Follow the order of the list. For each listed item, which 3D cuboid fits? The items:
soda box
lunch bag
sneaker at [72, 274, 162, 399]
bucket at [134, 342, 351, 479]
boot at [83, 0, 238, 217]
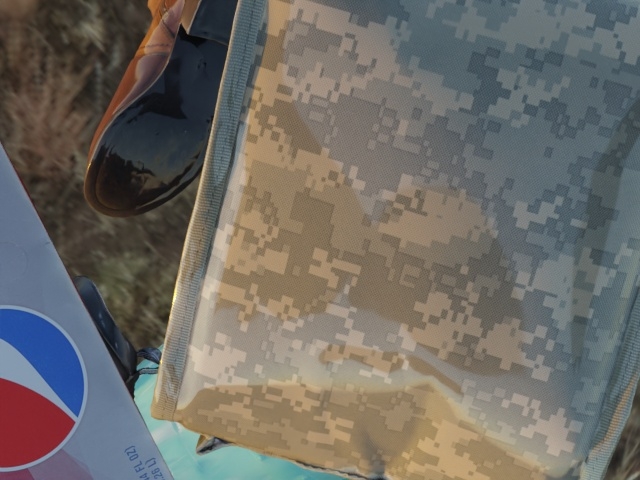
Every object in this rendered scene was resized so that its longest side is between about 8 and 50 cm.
[{"bbox_3d":[-0.139,0.024,0.617,0.083,0.092,0.263,-27,86,-11],"label":"soda box"},{"bbox_3d":[0.056,-0.007,0.807,0.235,0.169,0.287,16,102,2],"label":"lunch bag"},{"bbox_3d":[-0.261,0.089,1.321,0.268,0.101,0.153,27,64,13],"label":"sneaker"},{"bbox_3d":[-0.078,0.194,1.894,0.183,0.281,0.281,-35,76,17],"label":"bucket"},{"bbox_3d":[-0.146,-0.181,1.451,0.096,0.280,0.264,17,111,-20],"label":"boot"}]
